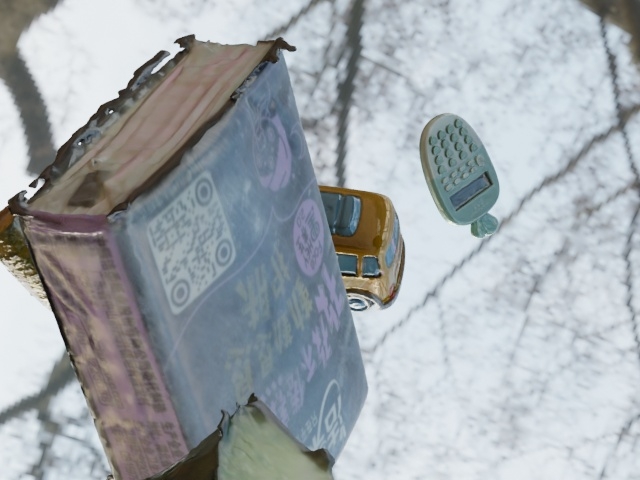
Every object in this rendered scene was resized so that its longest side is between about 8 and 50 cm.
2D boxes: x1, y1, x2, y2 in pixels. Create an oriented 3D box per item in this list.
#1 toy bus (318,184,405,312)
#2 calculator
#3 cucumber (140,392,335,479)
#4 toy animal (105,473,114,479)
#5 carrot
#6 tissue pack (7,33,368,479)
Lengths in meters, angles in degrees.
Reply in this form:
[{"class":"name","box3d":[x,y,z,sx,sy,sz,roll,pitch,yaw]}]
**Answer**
[{"class":"toy bus","box3d":[0.000,0.000,2.017,0.136,0.210,0.126,87,12,-55]},{"class":"calculator","box3d":[0.159,-0.071,1.846,0.095,0.153,0.021,-35,-160,-33]},{"class":"cucumber","box3d":[-0.099,0.210,0.658,0.145,0.105,0.325,50,-63,16]},{"class":"toy animal","box3d":[-0.248,0.376,1.824,0.284,0.302,0.225,1,-104,39]},{"class":"carrot","box3d":[-0.312,0.019,1.830,0.082,0.173,0.082,-20,-137,19]},{"class":"tissue pack","box3d":[-0.079,0.057,1.242,0.122,0.361,0.259,6,-141,27]}]
